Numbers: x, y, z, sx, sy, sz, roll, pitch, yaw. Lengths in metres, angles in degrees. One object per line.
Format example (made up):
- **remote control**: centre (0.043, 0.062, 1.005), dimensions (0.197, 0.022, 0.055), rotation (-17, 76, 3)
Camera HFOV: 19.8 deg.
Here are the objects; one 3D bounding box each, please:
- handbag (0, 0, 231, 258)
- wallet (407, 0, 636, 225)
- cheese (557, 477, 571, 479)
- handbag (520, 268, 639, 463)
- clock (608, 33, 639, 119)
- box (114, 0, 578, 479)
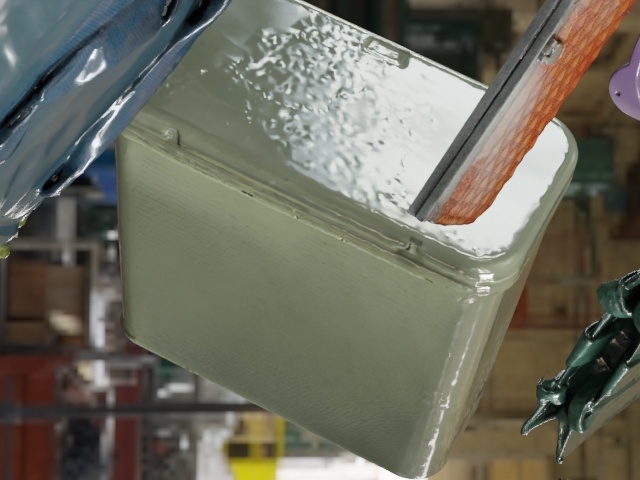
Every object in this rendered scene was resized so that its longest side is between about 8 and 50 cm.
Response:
- **handbag**: centre (-0.189, -0.138, 0.970), dimensions (0.241, 0.222, 0.263), rotation (-48, 172, 6)
- **wallet**: centre (0.113, -0.090, 0.874), dimensions (0.196, 0.020, 0.103), rotation (-56, 164, 10)
- **cheese**: centre (0.082, 0.147, 0.912), dimensions (0.060, 0.084, 0.041), rotation (-55, 135, -49)
- **handbag**: centre (0.336, 0.070, 1.810), dimensions (0.089, 0.238, 0.326), rotation (47, -38, 15)
- **clock**: centre (0.290, -0.139, 1.392), dimensions (0.050, 0.110, 0.152), rotation (-46, 162, -39)
- **box**: centre (0.000, 0.000, 1.538), dimensions (0.177, 0.352, 0.344), rotation (-57, 166, -35)
